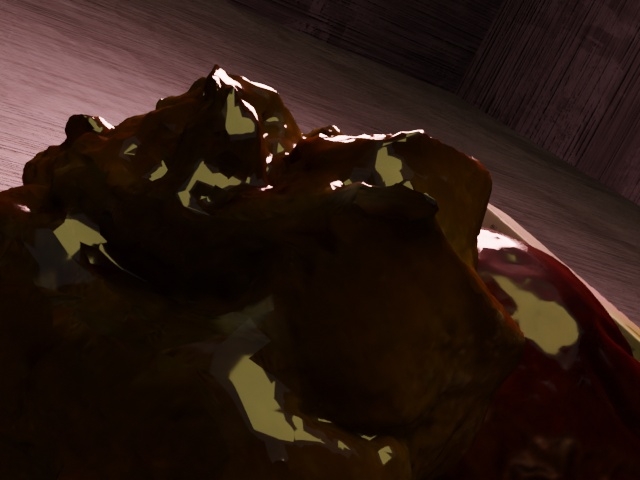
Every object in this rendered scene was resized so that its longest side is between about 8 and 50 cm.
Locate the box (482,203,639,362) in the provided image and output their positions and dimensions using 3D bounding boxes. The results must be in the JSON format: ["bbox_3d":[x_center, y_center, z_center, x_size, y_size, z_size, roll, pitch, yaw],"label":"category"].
[{"bbox_3d":[0.222,0.071,1.305,0.260,0.062,0.175,42,8,17],"label":"box"}]

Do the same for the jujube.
[{"bbox_3d":[0.115,0.107,0.821,0.255,0.190,0.190,34,12,2],"label":"jujube"}]

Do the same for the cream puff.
[{"bbox_3d":[-0.041,0.040,0.615,0.241,0.269,0.155,45,-16,28],"label":"cream puff"}]
